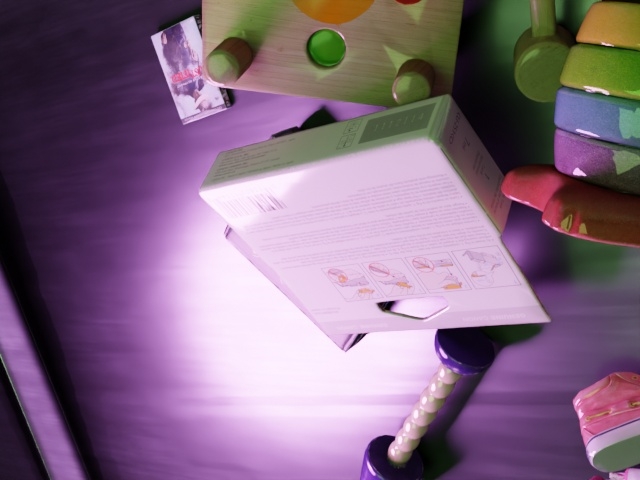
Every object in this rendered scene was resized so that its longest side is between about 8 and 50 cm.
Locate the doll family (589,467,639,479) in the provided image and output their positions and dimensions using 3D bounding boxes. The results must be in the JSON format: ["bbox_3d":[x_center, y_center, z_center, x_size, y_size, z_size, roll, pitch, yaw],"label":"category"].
[{"bbox_3d":[0.385,0.326,0.898,0.163,0.118,0.263,-24,76,49],"label":"doll family"}]

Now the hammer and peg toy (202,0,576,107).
[{"bbox_3d":[0.066,-0.255,0.845,0.361,0.127,0.266,7,117,8],"label":"hammer and peg toy"}]

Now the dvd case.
[{"bbox_3d":[-0.163,-0.213,1.141,0.087,0.013,0.119,-10,104,41],"label":"dvd case"}]

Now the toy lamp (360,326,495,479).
[{"bbox_3d":[0.114,0.215,1.069,0.080,0.080,0.275,37,129,20],"label":"toy lamp"}]

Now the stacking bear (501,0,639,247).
[{"bbox_3d":[0.269,-0.152,0.721,0.164,0.175,0.289,8,104,-9],"label":"stacking bear"}]

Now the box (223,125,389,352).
[{"bbox_3d":[0.000,0.000,1.080,0.220,0.051,0.175,44,131,15],"label":"box"}]

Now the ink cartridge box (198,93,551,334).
[{"bbox_3d":[0.061,-0.009,0.943,0.296,0.066,0.261,-8,135,38],"label":"ink cartridge box"}]

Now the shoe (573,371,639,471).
[{"bbox_3d":[0.334,0.156,0.874,0.178,0.081,0.063,-24,128,16],"label":"shoe"}]
